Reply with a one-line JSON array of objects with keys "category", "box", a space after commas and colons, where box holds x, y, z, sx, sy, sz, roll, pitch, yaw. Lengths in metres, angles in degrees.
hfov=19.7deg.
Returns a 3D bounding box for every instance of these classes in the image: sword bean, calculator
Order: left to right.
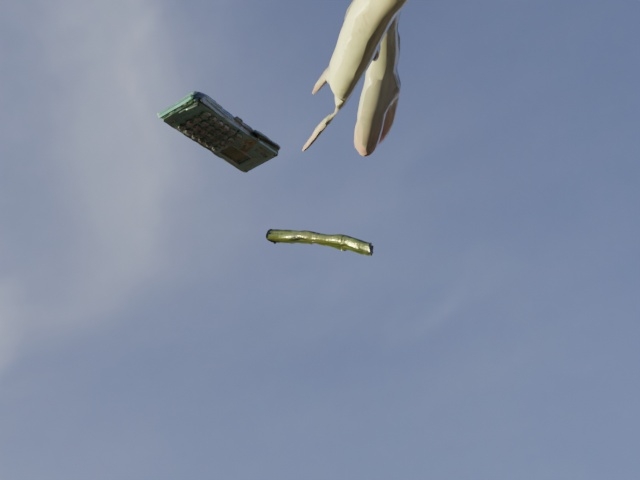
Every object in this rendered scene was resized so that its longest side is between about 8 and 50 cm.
[{"category": "calculator", "box": [-0.105, -0.114, 1.972, 0.057, 0.018, 0.172, -26, -28, 20]}, {"category": "sword bean", "box": [0.000, 0.000, 1.129, 0.083, 0.012, 0.012, 7, -19, 39]}]

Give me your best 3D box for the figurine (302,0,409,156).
[{"category": "figurine", "box": [0.001, -0.183, 0.597, 0.206, 0.316, 0.284, 29, -10, -7]}]
